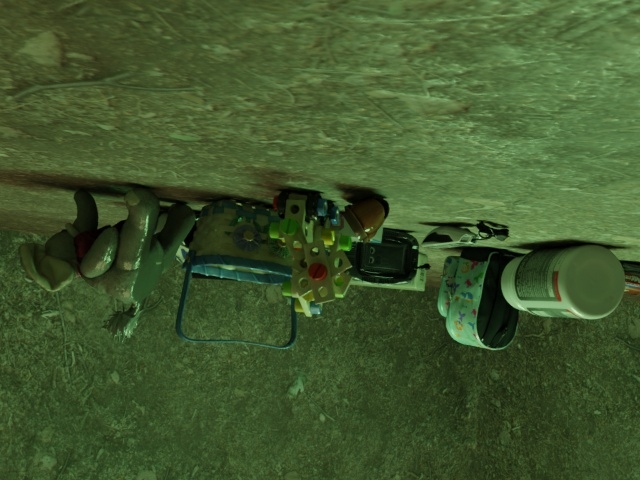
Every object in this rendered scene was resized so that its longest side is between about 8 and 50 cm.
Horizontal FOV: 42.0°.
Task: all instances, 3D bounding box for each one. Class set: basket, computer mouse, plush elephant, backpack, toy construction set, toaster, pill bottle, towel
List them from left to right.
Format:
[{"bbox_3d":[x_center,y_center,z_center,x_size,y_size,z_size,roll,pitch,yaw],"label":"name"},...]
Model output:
[{"bbox_3d":[-0.455,0.015,1.732,0.255,0.329,0.272,23,-173,13],"label":"plush elephant"},{"bbox_3d":[-0.160,0.069,1.690,0.255,0.288,0.201,7,175,-28],"label":"basket"},{"bbox_3d":[-0.018,0.029,1.502,0.151,0.215,0.327,5,175,0],"label":"toy construction set"},{"bbox_3d":[0.128,0.036,1.932,0.227,0.129,0.146,5,179,-14],"label":"toaster"},{"bbox_3d":[0.283,-0.013,1.683,0.106,0.042,0.193,4,172,-44],"label":"computer mouse"},{"bbox_3d":[0.420,0.153,2.160,0.191,0.253,0.225,1,174,44],"label":"backpack"},{"bbox_3d":[0.539,0.094,1.890,0.161,0.161,0.283,7,175,-16],"label":"pill bottle"},{"bbox_3d":[0.806,0.088,2.227,0.209,0.034,0.285,8,175,-16],"label":"towel"}]

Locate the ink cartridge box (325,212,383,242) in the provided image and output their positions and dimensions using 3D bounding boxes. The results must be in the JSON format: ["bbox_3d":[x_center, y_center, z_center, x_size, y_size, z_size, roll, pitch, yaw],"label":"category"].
[{"bbox_3d":[0.056,-0.026,1.715,0.123,0.052,0.088,4,175,29],"label":"ink cartridge box"}]

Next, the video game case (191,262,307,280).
[{"bbox_3d":[-0.156,0.062,2.179,0.275,0.035,0.248,1,-168,39],"label":"video game case"}]

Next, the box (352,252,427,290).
[{"bbox_3d":[0.175,0.084,2.487,0.275,0.113,0.094,2,173,25],"label":"box"}]

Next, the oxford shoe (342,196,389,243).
[{"bbox_3d":[0.087,-0.042,1.452,0.076,0.076,0.212,-34,-177,4],"label":"oxford shoe"}]

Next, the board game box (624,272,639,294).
[{"bbox_3d":[0.678,0.087,2.121,0.281,0.027,0.145,13,172,11],"label":"board game box"}]

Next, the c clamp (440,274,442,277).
[{"bbox_3d":[0.424,0.116,2.465,0.137,0.022,0.161,6,176,8],"label":"c clamp"}]

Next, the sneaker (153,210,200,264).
[{"bbox_3d":[-0.279,0.003,2.007,0.182,0.127,0.315,5,174,31],"label":"sneaker"}]
